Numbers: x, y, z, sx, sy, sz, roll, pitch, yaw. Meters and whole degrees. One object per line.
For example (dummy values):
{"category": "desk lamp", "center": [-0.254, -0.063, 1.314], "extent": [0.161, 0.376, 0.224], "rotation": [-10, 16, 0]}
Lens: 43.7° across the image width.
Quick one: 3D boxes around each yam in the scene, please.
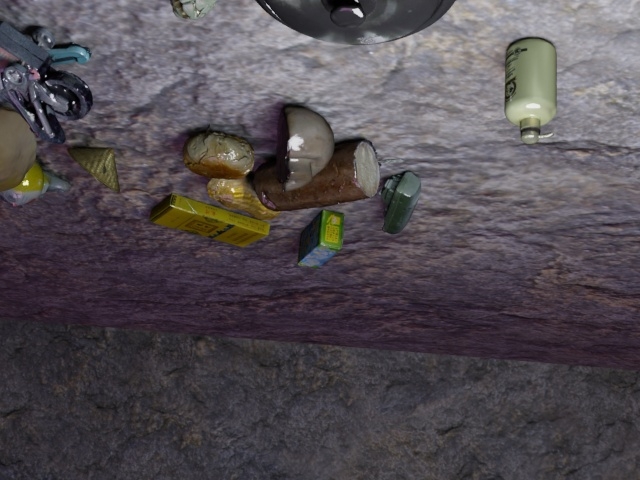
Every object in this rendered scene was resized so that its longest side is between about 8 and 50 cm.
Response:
{"category": "yam", "center": [-0.005, -0.126, 1.658], "extent": [0.279, 0.131, 0.131], "rotation": [-8, 156, 38]}

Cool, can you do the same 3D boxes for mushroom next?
{"category": "mushroom", "center": [-0.031, -0.179, 1.512], "extent": [0.117, 0.141, 0.188], "rotation": [-14, 165, -9]}

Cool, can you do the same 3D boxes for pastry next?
{"category": "pastry", "center": [-0.210, -0.172, 1.650], "extent": [0.153, 0.081, 0.153], "rotation": [1, 160, 0]}

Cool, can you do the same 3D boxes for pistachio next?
{"category": "pistachio", "center": [-0.683, -0.198, 1.615], "extent": [0.166, 0.197, 0.288], "rotation": [49, 178, 2]}

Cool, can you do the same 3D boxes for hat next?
{"category": "hat", "center": [-0.477, -0.177, 1.754], "extent": [0.146, 0.067, 0.146], "rotation": [43, -178, -2]}

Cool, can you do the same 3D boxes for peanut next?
{"category": "peanut", "center": [-0.169, -0.105, 1.823], "extent": [0.206, 0.087, 0.087], "rotation": [21, 156, -41]}

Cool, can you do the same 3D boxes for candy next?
{"category": "candy", "center": [0.000, 0.000, 2.043], "extent": [0.062, 0.097, 0.194], "rotation": [11, 159, -16]}

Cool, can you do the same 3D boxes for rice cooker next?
{"category": "rice cooker", "center": [0.039, -0.342, 0.890], "extent": [0.280, 0.227, 0.241], "rotation": [17, 157, -28]}

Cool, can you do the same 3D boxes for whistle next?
{"category": "whistle", "center": [-0.679, -0.129, 1.876], "extent": [0.122, 0.123, 0.223], "rotation": [-4, 172, 26]}

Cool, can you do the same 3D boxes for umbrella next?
{"category": "umbrella", "center": [-0.171, -0.362, 1.158], "extent": [0.067, 0.062, 0.143], "rotation": [-18, 179, -42]}

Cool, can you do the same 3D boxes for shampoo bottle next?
{"category": "shampoo bottle", "center": [0.323, -0.224, 1.229], "extent": [0.079, 0.162, 0.079], "rotation": [6, 161, 2]}

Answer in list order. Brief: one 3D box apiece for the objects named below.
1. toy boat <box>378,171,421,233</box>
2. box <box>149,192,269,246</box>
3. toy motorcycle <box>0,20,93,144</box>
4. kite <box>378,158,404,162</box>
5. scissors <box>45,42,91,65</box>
{"category": "toy boat", "center": [0.170, -0.080, 1.813], "extent": [0.085, 0.078, 0.260], "rotation": [29, 160, 7]}
{"category": "box", "center": [-0.288, -0.048, 2.082], "extent": [0.278, 0.041, 0.153], "rotation": [16, 159, -28]}
{"category": "toy motorcycle", "center": [-0.533, -0.288, 1.339], "extent": [0.307, 0.108, 0.173], "rotation": [38, 135, -23]}
{"category": "kite", "center": [0.102, -0.165, 1.690], "extent": [0.152, 0.005, 0.137], "rotation": [4, 160, 6]}
{"category": "scissors", "center": [-0.584, -0.314, 1.438], "extent": [0.392, 0.032, 0.180], "rotation": [-1, 160, 18]}
